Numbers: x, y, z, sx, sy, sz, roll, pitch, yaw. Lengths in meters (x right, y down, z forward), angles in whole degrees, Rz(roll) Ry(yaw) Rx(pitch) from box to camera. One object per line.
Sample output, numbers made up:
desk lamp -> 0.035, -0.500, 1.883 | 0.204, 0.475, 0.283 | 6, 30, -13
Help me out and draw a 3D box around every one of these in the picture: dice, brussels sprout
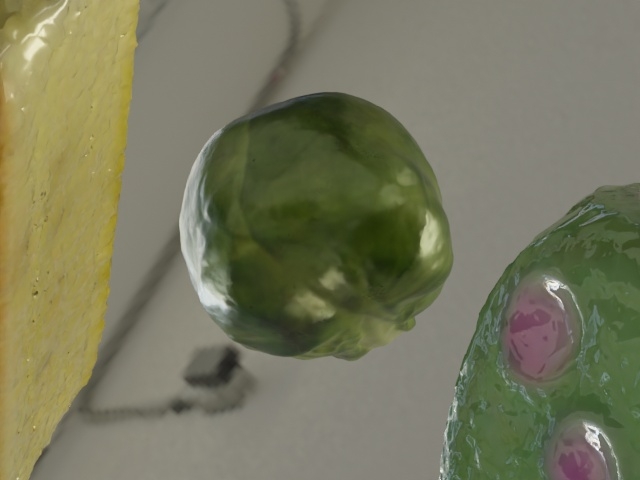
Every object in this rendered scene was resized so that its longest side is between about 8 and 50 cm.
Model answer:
dice -> 0.294, 0.155, 1.154 | 0.330, 0.318, 0.322 | 35, -64, 50
brussels sprout -> 0.000, 0.000, 1.439 | 0.219, 0.271, 0.210 | -24, -123, 9

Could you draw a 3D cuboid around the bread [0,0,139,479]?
bread -> -0.234, -0.058, 0.723 | 0.143, 0.323, 0.333 | -51, 164, -36
